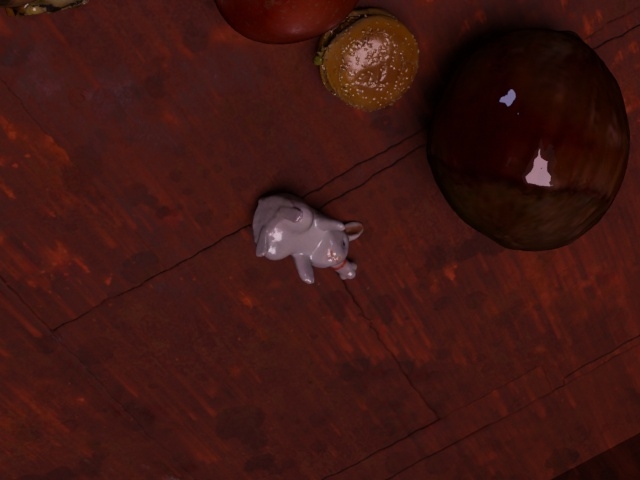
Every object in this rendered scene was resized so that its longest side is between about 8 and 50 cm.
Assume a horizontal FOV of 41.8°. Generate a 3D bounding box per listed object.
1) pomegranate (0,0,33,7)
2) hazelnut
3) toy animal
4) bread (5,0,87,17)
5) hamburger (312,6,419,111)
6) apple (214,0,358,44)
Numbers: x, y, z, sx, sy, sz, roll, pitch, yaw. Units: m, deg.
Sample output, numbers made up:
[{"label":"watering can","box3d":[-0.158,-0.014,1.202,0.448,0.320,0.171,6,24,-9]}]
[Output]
[{"label":"pomegranate","box3d":[-0.443,-0.472,1.125,0.322,0.322,0.322,-7,123,-10]},{"label":"hazelnut","box3d":[0.388,-0.186,1.543,0.421,0.353,0.420,-1,91,-32]},{"label":"toy animal","box3d":[-0.002,0.004,1.671,0.282,0.138,0.140,28,107,-29]},{"label":"bread","box3d":[-0.425,-0.413,1.283,0.140,0.160,0.169,-11,124,-7]},{"label":"hamburger","box3d":[0.089,-0.317,1.507,0.182,0.118,0.191,-24,129,5]},{"label":"apple","box3d":[-0.051,-0.432,1.312,0.216,0.260,0.260,-8,128,-42]}]
